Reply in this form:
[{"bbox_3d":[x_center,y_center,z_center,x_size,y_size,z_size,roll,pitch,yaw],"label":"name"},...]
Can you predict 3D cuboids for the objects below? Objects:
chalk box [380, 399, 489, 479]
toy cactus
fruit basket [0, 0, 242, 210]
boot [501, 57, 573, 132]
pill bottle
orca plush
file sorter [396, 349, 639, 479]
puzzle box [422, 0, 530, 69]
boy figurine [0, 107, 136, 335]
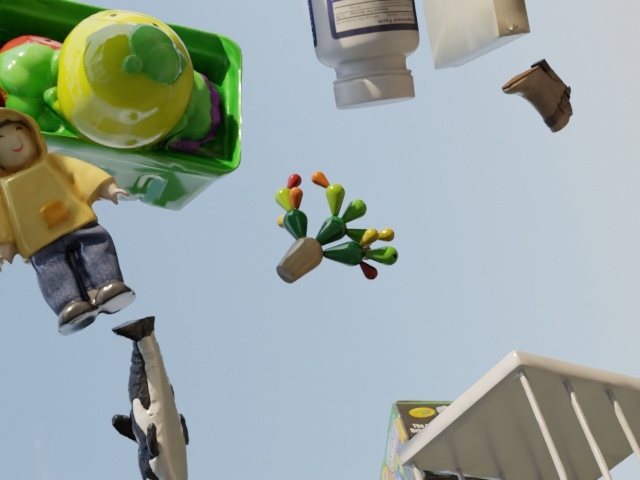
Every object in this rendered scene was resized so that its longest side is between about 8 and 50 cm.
[{"bbox_3d":[0.202,0.370,2.292,0.289,0.180,0.179,-108,23,-64],"label":"chalk box"},{"bbox_3d":[0.000,0.000,2.101,0.180,0.219,0.112,-43,-17,-33],"label":"toy cactus"},{"bbox_3d":[-0.270,-0.212,1.883,0.392,0.392,0.283,57,-154,-51],"label":"fruit basket"},{"bbox_3d":[0.275,-0.174,1.789,0.118,0.042,0.087,-35,-79,-44],"label":"boot"},{"bbox_3d":[0.044,-0.234,1.499,0.112,0.112,0.187,-13,-85,-72],"label":"pill bottle"},{"bbox_3d":[-0.281,0.266,2.198,0.151,0.102,0.287,-64,-39,-69],"label":"orca plush"},{"bbox_3d":[0.261,0.255,1.483,0.277,0.193,0.173,15,-138,-36],"label":"file sorter"},{"bbox_3d":[0.199,-0.474,2.112,0.272,0.052,0.409,170,90,-75],"label":"puzzle box"},{"bbox_3d":[-0.315,-0.037,1.700,0.285,0.177,0.092,63,170,12],"label":"boy figurine"}]
